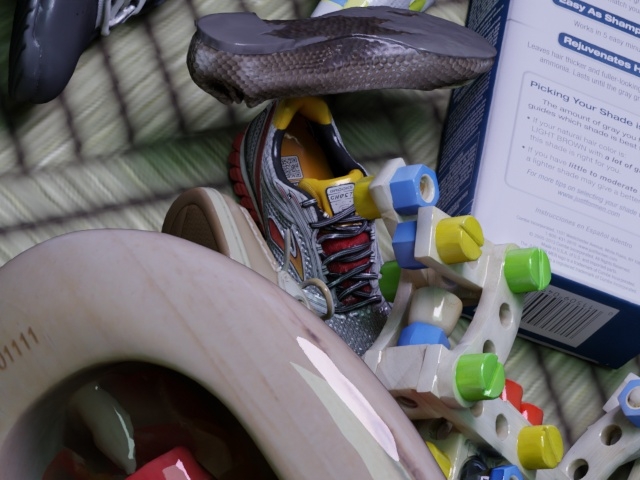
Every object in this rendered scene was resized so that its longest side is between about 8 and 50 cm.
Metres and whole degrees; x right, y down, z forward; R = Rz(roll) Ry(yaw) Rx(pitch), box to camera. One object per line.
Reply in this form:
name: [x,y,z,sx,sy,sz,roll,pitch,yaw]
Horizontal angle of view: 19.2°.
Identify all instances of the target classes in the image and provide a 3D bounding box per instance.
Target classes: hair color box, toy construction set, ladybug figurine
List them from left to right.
ladybug figurine: [-0.047,0.196,1.115,0.449,0.305,0.162,58,20,11]
toy construction set: [0.131,0.107,1.260,0.328,0.151,0.215,32,56,-31]
hair color box: [0.193,-0.095,1.435,0.174,0.105,0.347,20,59,-12]

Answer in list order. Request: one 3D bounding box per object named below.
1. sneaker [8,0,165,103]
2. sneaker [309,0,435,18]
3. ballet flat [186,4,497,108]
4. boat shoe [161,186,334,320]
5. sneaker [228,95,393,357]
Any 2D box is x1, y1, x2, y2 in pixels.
sneaker: [-0.126,-0.225,1.362,0.146,0.122,0.330,21,59,-9]
sneaker: [0.029,-0.215,1.455,0.126,0.091,0.240,33,56,19]
ballet flat: [0.016,-0.123,1.321,0.250,0.058,0.084,-6,31,-36]
boat shoe: [-0.028,0.098,1.259,0.089,0.104,0.285,-13,82,-36]
sneaker: [0.000,0.000,1.317,0.088,0.093,0.225,-14,71,-27]
